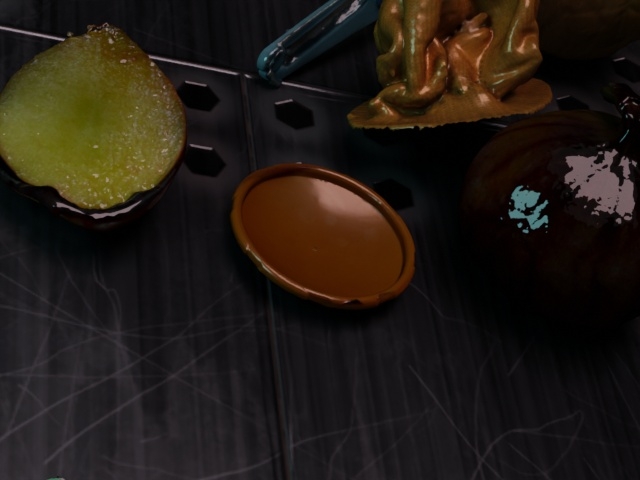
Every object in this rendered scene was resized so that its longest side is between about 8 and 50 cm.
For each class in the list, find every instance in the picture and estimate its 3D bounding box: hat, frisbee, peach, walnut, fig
[{"bbox_3d":[0.127,-0.253,1.761,0.244,0.233,0.233,-10,16,-17],"label":"hat"},{"bbox_3d":[0.000,0.000,1.642,0.192,0.035,0.192,15,42,-14],"label":"frisbee"},{"bbox_3d":[-0.222,-0.101,1.616,0.189,0.068,0.279,11,44,-5],"label":"peach"},{"bbox_3d":[0.318,-0.322,1.996,0.228,0.228,0.228,14,42,-13],"label":"walnut"},{"bbox_3d":[0.256,-0.028,1.684,0.235,0.214,0.235,8,69,-21],"label":"fig"}]

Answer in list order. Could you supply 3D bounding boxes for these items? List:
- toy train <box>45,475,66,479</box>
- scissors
[{"bbox_3d":[-0.170,0.236,1.310,0.148,0.038,0.071,23,44,-4],"label":"toy train"},{"bbox_3d":[0.069,-0.278,1.905,0.032,0.180,0.393,29,52,34],"label":"scissors"}]
